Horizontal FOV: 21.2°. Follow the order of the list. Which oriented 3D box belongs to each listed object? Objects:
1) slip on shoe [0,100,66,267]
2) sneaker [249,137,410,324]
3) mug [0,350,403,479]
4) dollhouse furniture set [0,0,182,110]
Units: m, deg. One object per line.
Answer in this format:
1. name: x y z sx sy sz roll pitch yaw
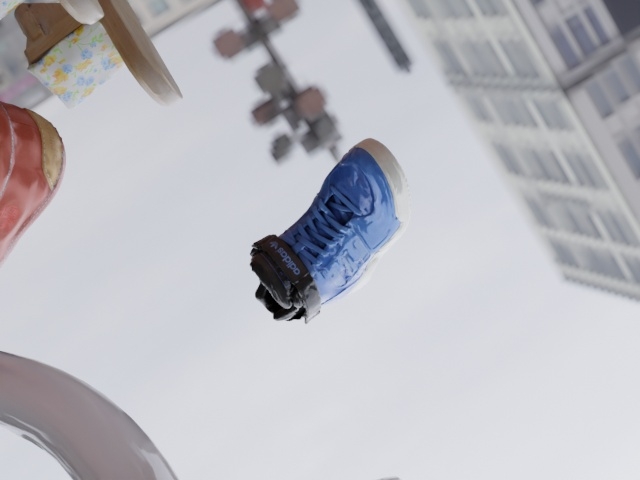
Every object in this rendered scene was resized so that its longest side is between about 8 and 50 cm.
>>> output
1. slip on shoe: -0.277 0.022 1.142 0.101 0.123 0.331 3 141 -45
2. sneaker: 0.001 0.001 1.080 0.084 0.058 0.152 -29 161 -28
3. mug: -0.098 0.214 0.536 0.328 0.374 0.276 -21 -177 4
4. dollhouse furniture set: -0.322 -0.082 1.221 0.362 0.394 0.256 -35 -123 5
